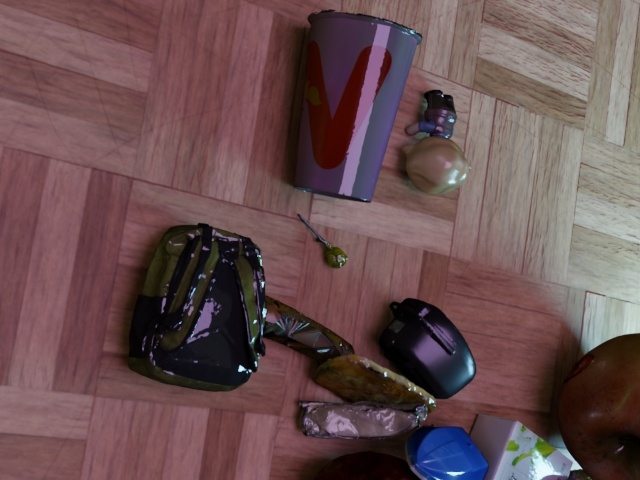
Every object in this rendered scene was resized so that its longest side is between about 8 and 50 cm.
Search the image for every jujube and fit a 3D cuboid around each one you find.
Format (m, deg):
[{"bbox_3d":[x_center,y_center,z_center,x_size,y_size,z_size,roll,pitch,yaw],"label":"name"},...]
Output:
[{"bbox_3d":[0.086,0.472,1.679,0.213,0.213,0.232,-15,103,-35],"label":"jujube"}]

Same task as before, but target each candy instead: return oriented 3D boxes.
[{"bbox_3d":[0.000,0.000,1.724,0.035,0.035,0.123,-44,107,-9],"label":"candy"}]

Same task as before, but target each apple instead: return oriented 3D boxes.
[{"bbox_3d":[0.654,0.333,2.005,0.305,0.338,0.338,-46,115,-45],"label":"apple"}]

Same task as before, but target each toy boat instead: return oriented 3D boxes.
[{"bbox_3d":[0.203,0.381,1.734,0.129,0.088,0.295,54,13,21],"label":"toy boat"}]

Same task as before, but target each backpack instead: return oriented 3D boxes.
[{"bbox_3d":[-0.178,0.099,1.525,0.207,0.140,0.253,15,79,-36],"label":"backpack"}]

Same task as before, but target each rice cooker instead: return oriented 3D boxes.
[{"bbox_3d":[0.190,0.193,1.788,0.118,0.142,0.203,-44,110,-15],"label":"rice cooker"}]

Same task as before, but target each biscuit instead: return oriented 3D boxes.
[{"bbox_3d":[0.096,0.257,1.736,0.247,0.118,0.029,32,48,-34],"label":"biscuit"}]

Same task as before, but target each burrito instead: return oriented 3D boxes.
[{"bbox_3d":[0.074,0.304,1.712,0.230,0.063,0.058,4,122,-12],"label":"burrito"}]

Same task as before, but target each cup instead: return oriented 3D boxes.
[{"bbox_3d":[0.046,-0.216,1.673,0.203,0.203,0.288,11,90,-35],"label":"cup"}]

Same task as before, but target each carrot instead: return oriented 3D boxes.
[{"bbox_3d":[-0.033,0.158,1.678,0.229,0.069,0.069,31,72,-33],"label":"carrot"}]

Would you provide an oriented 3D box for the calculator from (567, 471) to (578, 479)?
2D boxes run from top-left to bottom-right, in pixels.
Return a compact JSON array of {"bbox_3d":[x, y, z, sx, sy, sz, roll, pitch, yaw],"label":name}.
[{"bbox_3d":[0.447,0.590,1.942,0.043,0.194,0.294,22,78,6],"label":"calculator"}]

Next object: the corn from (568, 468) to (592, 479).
[{"bbox_3d":[0.586,0.573,2.091,0.261,0.097,0.097,50,63,-20],"label":"corn"}]

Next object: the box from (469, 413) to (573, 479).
[{"bbox_3d":[0.348,0.491,1.913,0.194,0.111,0.260,36,72,-30],"label":"box"}]

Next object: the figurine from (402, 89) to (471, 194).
[{"bbox_3d":[0.211,-0.180,1.844,0.114,0.108,0.196,20,60,-44],"label":"figurine"}]
